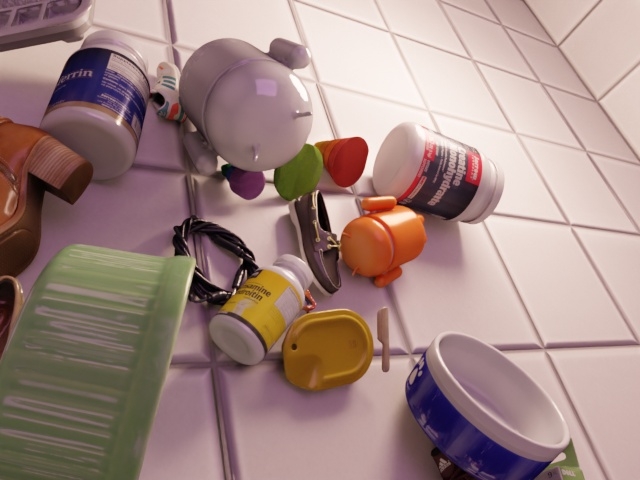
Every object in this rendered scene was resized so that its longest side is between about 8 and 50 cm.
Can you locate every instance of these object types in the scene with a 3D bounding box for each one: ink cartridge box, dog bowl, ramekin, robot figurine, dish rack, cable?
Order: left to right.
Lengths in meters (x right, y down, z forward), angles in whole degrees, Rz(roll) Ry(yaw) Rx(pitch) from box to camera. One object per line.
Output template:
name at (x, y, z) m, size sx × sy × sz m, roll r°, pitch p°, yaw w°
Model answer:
dish rack at (-0.553, -0.464, 1.012) m, size 0.285 × 0.072 × 0.333 m, roll -12°, pitch 57°, yaw -1°
ramekin at (-0.255, 0.149, 0.618) m, size 0.148 × 0.303 × 0.303 m, roll 15°, pitch 48°, yaw -13°
cable at (-0.183, 0.028, 0.935) m, size 0.150 × 0.047 × 0.184 m, roll -5°, pitch 58°, yaw -36°
robot figurine at (-0.143, -0.256, 1.004) m, size 0.199 × 0.300 × 0.353 m, roll 34°, pitch 9°, yaw -42°
robot figurine at (0.128, -0.002, 1.103) m, size 0.219 × 0.158 × 0.128 m, roll -19°, pitch 51°, yaw -41°
dog bowl at (0.282, 0.283, 0.921) m, size 0.265 × 0.104 × 0.265 m, roll 27°, pitch 21°, yaw -11°
ink cartridge box at (0.405, 0.457, 0.922) m, size 0.062 × 0.109 × 0.209 m, roll 17°, pitch 48°, yaw -22°

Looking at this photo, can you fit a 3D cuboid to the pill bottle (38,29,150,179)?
pill bottle at (-0.389, -0.249, 0.952) m, size 0.153 × 0.153 × 0.265 m, roll 15°, pitch 48°, yaw -23°

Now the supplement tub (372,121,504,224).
supplement tub at (0.280, -0.155, 1.283) m, size 0.272 × 0.191 × 0.191 m, roll 16°, pitch 48°, yaw -21°

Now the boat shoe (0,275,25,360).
boat shoe at (-0.429, 0.172, 0.626) m, size 0.104 × 0.089 × 0.285 m, roll 17°, pitch 48°, yaw -22°

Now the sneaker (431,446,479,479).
sneaker at (0.215, 0.420, 0.850) m, size 0.281 × 0.106 × 0.162 m, roll -12°, pitch 56°, yaw -49°

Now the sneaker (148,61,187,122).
sneaker at (-0.329, -0.317, 1.114) m, size 0.075 × 0.057 × 0.161 m, roll -2°, pitch 59°, yaw -41°

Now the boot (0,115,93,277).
boot at (-0.502, -0.065, 0.765) m, size 0.220 × 0.109 × 0.283 m, roll 26°, pitch 67°, yaw 6°

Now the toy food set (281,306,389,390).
toy food set at (0.019, 0.187, 0.931) m, size 0.217 × 0.071 × 0.128 m, roll -1°, pitch 80°, yaw -31°

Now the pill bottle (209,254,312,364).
pill bottle at (-0.090, 0.107, 0.879) m, size 0.103 × 0.103 × 0.184 m, roll 39°, pitch 49°, yaw 1°

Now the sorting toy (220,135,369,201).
sorting toy at (-0.061, -0.170, 1.162) m, size 0.365 × 0.127 × 0.126 m, roll -18°, pitch 37°, yaw -38°

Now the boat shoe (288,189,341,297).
boat shoe at (0.000, 0.000, 1.044) m, size 0.081 × 0.068 × 0.228 m, roll 32°, pitch 33°, yaw -55°

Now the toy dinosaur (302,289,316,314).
toy dinosaur at (-0.034, 0.094, 0.961) m, size 0.047 × 0.090 × 0.082 m, roll 7°, pitch 7°, yaw -41°
